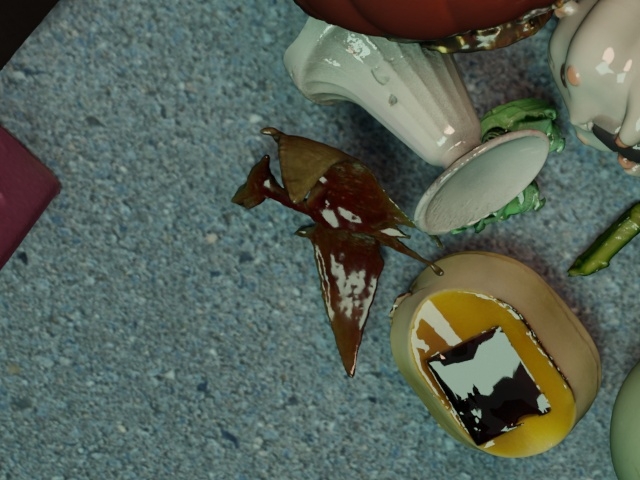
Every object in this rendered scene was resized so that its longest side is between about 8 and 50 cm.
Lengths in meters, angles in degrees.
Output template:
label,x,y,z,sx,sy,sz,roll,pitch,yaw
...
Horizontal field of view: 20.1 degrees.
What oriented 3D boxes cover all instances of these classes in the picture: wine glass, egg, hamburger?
label,x,y,z,sx,sy,sz,roll,pitch,yaw
wine glass,0.083,-0.119,1.480,0.196,0.165,0.165,55,130,25
egg,0.339,0.179,1.648,0.149,0.149,0.192,-1,115,18
hamburger,0.161,0.107,1.685,0.173,0.116,0.210,-33,104,23

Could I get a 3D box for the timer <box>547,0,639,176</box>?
label,x,y,z,sx,sy,sz,roll,pitch,yaw
timer,0.320,-0.105,1.432,0.315,0.291,0.290,29,129,26

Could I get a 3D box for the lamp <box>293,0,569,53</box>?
label,x,y,z,sx,sy,sz,roll,pitch,yaw
lamp,0.095,-0.273,1.327,0.303,0.303,0.257,-5,122,20

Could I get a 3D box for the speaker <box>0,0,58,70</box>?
label,x,y,z,sx,sy,sz,roll,pitch,yaw
speaker,-0.359,-0.197,1.554,0.184,0.254,0.232,44,124,-14

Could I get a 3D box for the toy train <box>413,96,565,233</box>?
label,x,y,z,sx,sy,sz,roll,pitch,yaw
toy train,0.149,-0.063,1.591,0.081,0.099,0.149,39,126,31

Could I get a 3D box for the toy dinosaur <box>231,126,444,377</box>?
label,x,y,z,sx,sy,sz,roll,pitch,yaw
toy dinosaur,0.007,0.001,1.581,0.207,0.113,0.327,29,161,-7

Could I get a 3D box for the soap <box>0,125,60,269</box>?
label,x,y,z,sx,sy,sz,roll,pitch,yaw
soap,-0.369,-0.028,1.664,0.181,0.259,0.081,43,123,-11

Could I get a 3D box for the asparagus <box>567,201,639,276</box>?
label,x,y,z,sx,sy,sz,roll,pitch,yaw
asparagus,0.261,0.005,1.637,0.025,0.021,0.108,37,125,-9
